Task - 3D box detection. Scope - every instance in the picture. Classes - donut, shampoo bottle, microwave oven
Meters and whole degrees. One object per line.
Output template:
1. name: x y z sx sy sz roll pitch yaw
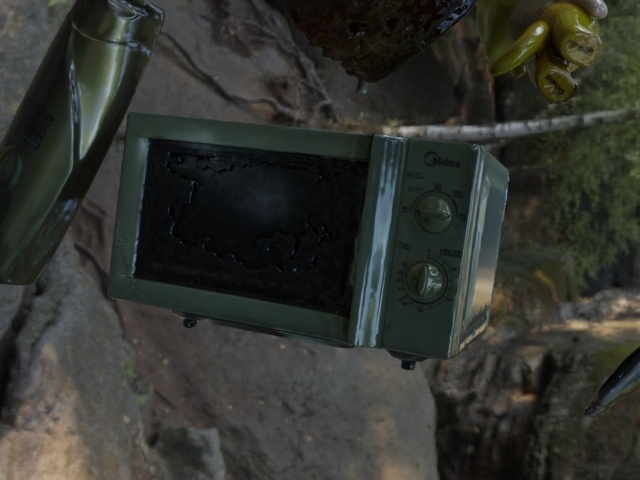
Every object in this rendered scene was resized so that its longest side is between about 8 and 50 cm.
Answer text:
1. donut: 0.022 -0.212 0.420 0.085 0.141 0.217 -1 69 -57
2. shampoo bottle: -0.290 -0.121 0.871 0.350 0.126 0.084 -59 153 10
3. microwave oven: 0.000 0.000 0.832 0.286 0.355 0.218 3 94 -72

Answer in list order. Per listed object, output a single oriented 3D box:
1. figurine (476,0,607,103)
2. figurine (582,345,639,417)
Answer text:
1. figurine: 0.206 -0.212 0.727 0.246 0.131 0.156 -82 -162 -57
2. figurine: 0.402 0.188 0.610 0.231 0.340 0.323 -40 158 -8
